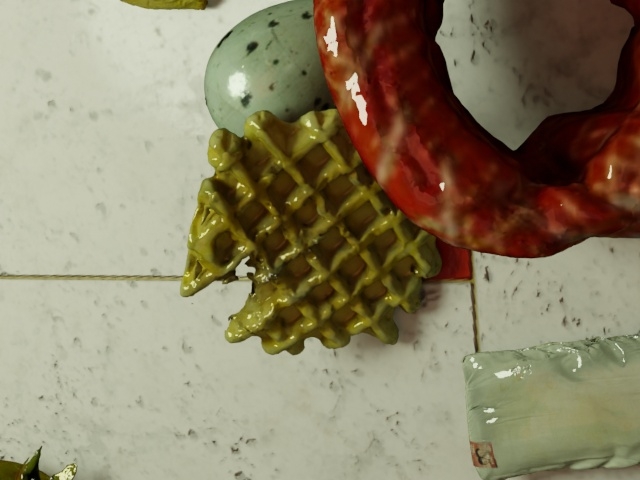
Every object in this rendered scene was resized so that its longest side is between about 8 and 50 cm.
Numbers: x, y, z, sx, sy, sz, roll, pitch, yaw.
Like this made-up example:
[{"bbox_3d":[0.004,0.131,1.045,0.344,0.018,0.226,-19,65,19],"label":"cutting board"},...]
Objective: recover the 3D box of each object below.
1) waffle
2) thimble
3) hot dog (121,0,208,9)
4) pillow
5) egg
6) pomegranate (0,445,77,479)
[{"bbox_3d":[-0.001,-0.001,0.952,0.250,0.056,0.261,3,116,-17],"label":"waffle"},{"bbox_3d":[0.168,-0.162,0.766,0.350,0.230,0.350,1,95,7],"label":"thimble"},{"bbox_3d":[-0.219,-0.319,1.003,0.261,0.093,0.123,34,114,12],"label":"hot dog"},{"bbox_3d":[0.244,0.154,0.949,0.229,0.051,0.128,-12,91,24],"label":"pillow"},{"bbox_3d":[-0.030,-0.154,0.952,0.164,0.131,0.131,-35,88,7],"label":"egg"},{"bbox_3d":[-0.360,0.351,1.171,0.221,0.221,0.256,44,105,8],"label":"pomegranate"}]
